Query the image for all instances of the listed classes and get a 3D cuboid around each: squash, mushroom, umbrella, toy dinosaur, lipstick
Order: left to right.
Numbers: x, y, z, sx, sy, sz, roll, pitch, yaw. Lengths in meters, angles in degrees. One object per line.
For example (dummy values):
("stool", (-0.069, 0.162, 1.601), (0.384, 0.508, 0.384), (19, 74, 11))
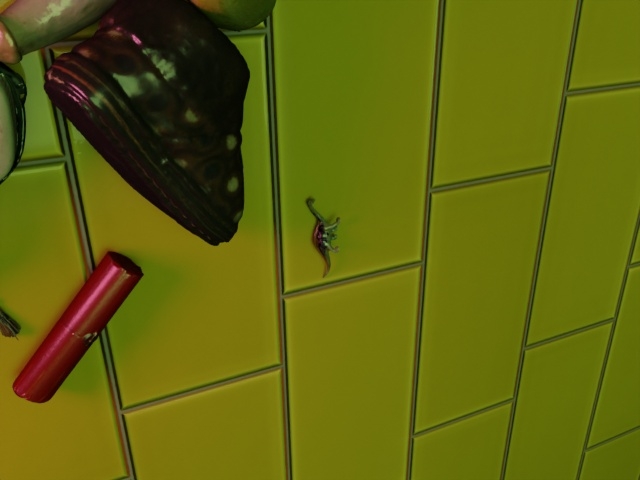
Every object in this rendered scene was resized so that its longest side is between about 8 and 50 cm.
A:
("umbrella", (-0.508, 0.128, 0.967), (0.032, 0.020, 0.083), (-8, 125, 21))
("mushroom", (-0.320, -0.330, 0.788), (0.103, 0.118, 0.270), (42, 90, 2))
("lipstick", (-0.402, 0.147, 0.998), (0.073, 0.073, 0.279), (34, 96, -34))
("squash", (-0.145, -0.348, 0.805), (0.137, 0.287, 0.137), (2, 109, 6))
("toy dinosaur", (0.015, -0.004, 1.161), (0.058, 0.037, 0.180), (-9, 112, 3))

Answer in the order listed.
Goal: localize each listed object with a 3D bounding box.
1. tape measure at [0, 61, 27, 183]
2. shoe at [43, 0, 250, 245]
("tape measure", (-0.496, -0.142, 0.794), (0.207, 0.115, 0.235), (-5, 123, -24))
("shoe", (-0.196, -0.174, 0.889), (0.237, 0.171, 0.384), (-50, 140, -15))
